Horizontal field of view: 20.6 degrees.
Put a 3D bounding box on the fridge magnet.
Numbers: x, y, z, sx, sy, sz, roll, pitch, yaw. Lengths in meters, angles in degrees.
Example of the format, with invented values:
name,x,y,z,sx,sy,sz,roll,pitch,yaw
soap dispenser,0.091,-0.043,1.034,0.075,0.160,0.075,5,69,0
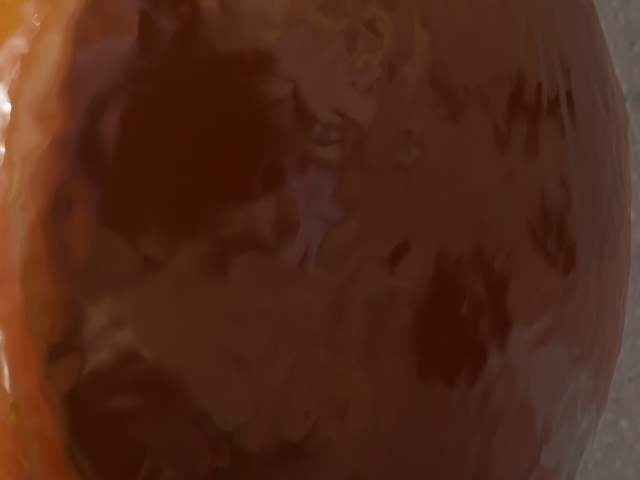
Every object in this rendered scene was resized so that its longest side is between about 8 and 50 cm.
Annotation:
name,x,y,z,sx,sy,sz,roll,pitch,yaw
fridge magnet,0.000,0.000,0.694,0.155,0.363,0.363,2,73,44
